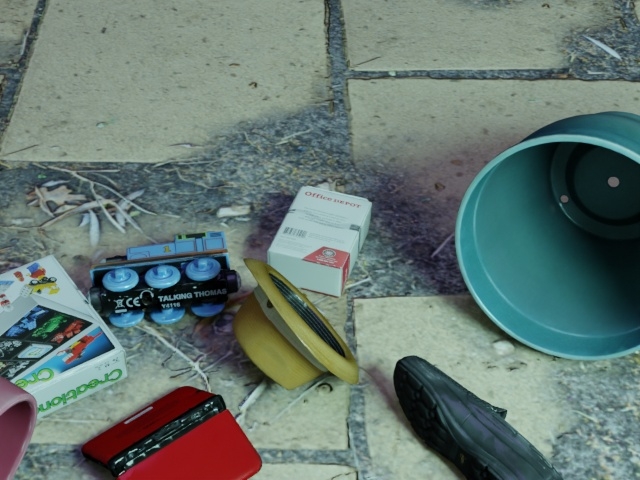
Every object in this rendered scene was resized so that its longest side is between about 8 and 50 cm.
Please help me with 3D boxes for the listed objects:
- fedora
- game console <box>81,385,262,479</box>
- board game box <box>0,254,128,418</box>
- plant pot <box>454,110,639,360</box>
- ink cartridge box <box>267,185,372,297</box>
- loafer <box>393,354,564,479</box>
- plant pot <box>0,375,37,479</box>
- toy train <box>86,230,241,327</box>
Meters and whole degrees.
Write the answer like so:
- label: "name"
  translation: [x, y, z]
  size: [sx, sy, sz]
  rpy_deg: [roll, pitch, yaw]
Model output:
- label: "fedora"
  translation: [-0.041, 0.106, 1.269]
  size: [0.079, 0.194, 0.194]
  rpy_deg: [-44, 49, 6]
- label: "game console"
  translation: [-0.159, 0.230, 1.200]
  size: [0.144, 0.085, 0.124]
  rpy_deg: [-29, 19, -31]
- label: "board game box"
  translation: [-0.397, 0.140, 1.261]
  size: [0.305, 0.053, 0.193]
  rpy_deg: [-24, 48, -26]
- label: "plant pot"
  translation: [0.331, -0.036, 1.350]
  size: [0.272, 0.271, 0.255]
  rpy_deg: [19, 30, 18]
- label: "ink cartridge box"
  translation: [0.000, 0.000, 1.434]
  size: [0.099, 0.056, 0.135]
  rpy_deg: [13, 43, 12]
- label: "loafer"
  translation: [0.163, 0.202, 1.202]
  size: [0.078, 0.076, 0.223]
  rpy_deg: [-22, 51, -32]
- label: "plant pot"
  translation: [-0.397, 0.191, 1.066]
  size: [0.180, 0.201, 0.201]
  rpy_deg: [28, 46, 7]
- label: "toy train"
  translation: [-0.190, 0.046, 1.364]
  size: [0.184, 0.080, 0.105]
  rpy_deg: [-7, 33, -7]
